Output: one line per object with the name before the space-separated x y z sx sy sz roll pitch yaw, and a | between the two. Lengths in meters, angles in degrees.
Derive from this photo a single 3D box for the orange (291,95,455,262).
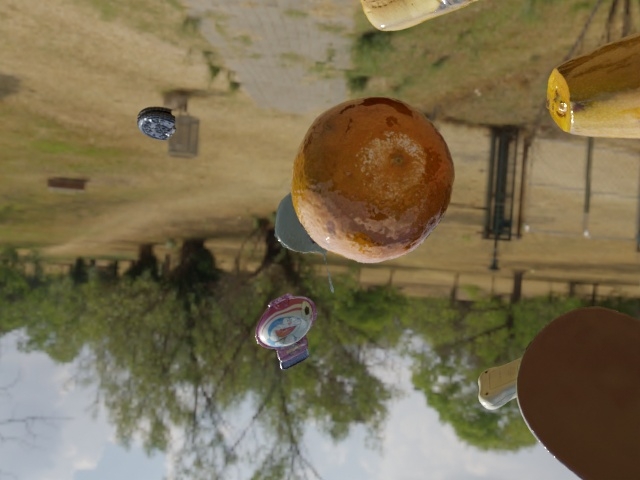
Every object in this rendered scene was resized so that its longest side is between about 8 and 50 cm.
orange | 0.068 -0.079 1.142 0.224 0.224 0.170 4 170 -17

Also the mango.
mango | 0.435 -0.186 0.974 0.359 0.144 0.187 -1 -166 36

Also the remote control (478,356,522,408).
remote control | 0.292 0.206 1.278 0.122 0.032 0.074 -28 -155 26

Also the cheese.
cheese | -0.072 0.209 1.940 0.155 0.244 0.062 -24 -134 -15

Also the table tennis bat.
table tennis bat | 0.271 0.157 0.688 0.246 0.138 0.022 40 169 13

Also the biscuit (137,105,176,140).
biscuit | -0.288 -0.211 1.542 0.089 0.027 0.087 -11 152 31

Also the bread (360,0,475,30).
bread | 0.185 -0.405 1.253 0.305 0.142 0.091 -6 -162 45

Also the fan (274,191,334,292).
fan | 0.001 0.001 1.757 0.182 0.310 0.010 -31 -137 -17
